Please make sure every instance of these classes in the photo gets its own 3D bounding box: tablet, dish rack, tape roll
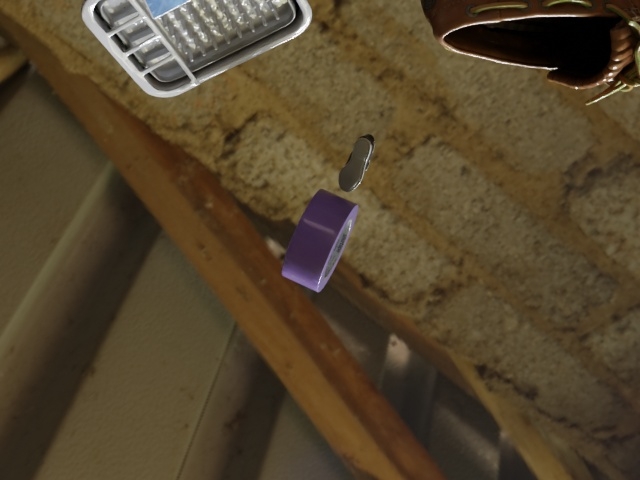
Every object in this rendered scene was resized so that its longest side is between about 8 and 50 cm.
[{"bbox_3d":[-0.176,-0.287,1.004,0.006,0.054,0.083,53,169,40],"label":"tablet"},{"bbox_3d":[-0.205,-0.398,1.541,0.285,0.333,0.072,52,-162,-56],"label":"dish rack"},{"bbox_3d":[0.000,0.000,1.783,0.080,0.189,0.189,25,-145,8],"label":"tape roll"}]

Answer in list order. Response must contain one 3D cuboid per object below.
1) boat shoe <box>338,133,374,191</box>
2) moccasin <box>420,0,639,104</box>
[{"bbox_3d":[0.071,-0.149,1.758,0.046,0.125,0.038,27,-144,12],"label":"boat shoe"},{"bbox_3d":[0.285,-0.213,0.957,0.380,0.139,0.147,10,-116,-26],"label":"moccasin"}]
